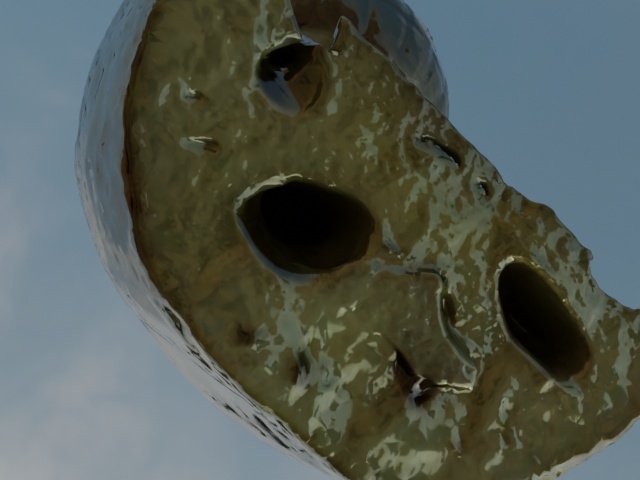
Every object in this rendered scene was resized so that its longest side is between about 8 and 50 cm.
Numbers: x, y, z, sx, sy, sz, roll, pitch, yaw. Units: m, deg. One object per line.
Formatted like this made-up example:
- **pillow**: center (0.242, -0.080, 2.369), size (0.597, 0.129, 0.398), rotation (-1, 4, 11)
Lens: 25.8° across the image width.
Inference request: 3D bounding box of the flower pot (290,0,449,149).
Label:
- **flower pot**: center (-0.047, -0.130, 1.195), size (0.302, 0.301, 0.213), rotation (-50, -154, 17)

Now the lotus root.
- **lotus root**: center (0.000, 0.000, 0.496), size (0.138, 0.235, 0.119), rotation (-47, -164, -18)
